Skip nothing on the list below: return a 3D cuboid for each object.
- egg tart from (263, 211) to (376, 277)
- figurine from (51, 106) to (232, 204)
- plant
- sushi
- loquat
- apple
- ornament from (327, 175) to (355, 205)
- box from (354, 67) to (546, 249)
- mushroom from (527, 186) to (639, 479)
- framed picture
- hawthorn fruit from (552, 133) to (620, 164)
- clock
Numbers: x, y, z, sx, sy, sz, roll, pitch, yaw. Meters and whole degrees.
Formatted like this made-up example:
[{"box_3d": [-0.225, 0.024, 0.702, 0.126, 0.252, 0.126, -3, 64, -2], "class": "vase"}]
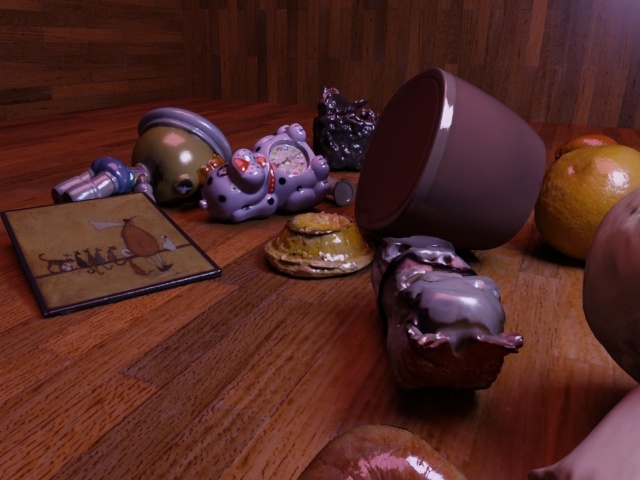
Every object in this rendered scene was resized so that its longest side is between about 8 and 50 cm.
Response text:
[{"box_3d": [0.000, 0.000, 0.922, 0.191, 0.074, 0.191, 2, 17, -1], "class": "egg tart"}, {"box_3d": [-0.355, -0.157, 1.158, 0.225, 0.205, 0.382, 5, 27, 27], "class": "figurine"}, {"box_3d": [0.068, -0.314, 1.576, 0.178, 0.233, 0.204, 4, 14, -8], "class": "plant"}, {"box_3d": [0.126, 0.072, 0.640, 0.124, 0.129, 0.332, 1, 19, -2], "class": "sushi"}, {"box_3d": [0.474, -0.062, 0.945, 0.208, 0.207, 0.208, 1, 20, 0], "class": "loquat"}, {"box_3d": [0.039, 0.185, 0.351, 0.126, 0.102, 0.126, 2, 60, -4], "class": "apple"}, {"box_3d": [0.002, -0.128, 1.277, 0.156, 0.081, 0.075, 26, -3, 43], "class": "ornament"}, {"box_3d": [0.213, -0.116, 0.943, 0.216, 0.300, 0.301, 18, 15, -18], "class": "box"}, {"box_3d": [0.322, 0.110, 0.418, 0.336, 0.314, 0.314, -41, 34, -13], "class": "mushroom"}, {"box_3d": [-0.349, 0.002, 0.902, 0.256, 0.014, 0.339, -12, 32, -34], "class": "framed picture"}, {"box_3d": [0.601, -0.147, 1.223, 0.189, 0.189, 0.189, 1, 20, 0], "class": "hawthorn fruit"}, {"box_3d": [-0.131, -0.122, 1.134, 0.254, 0.188, 0.189, -22, 29, -35], "class": "clock"}]
